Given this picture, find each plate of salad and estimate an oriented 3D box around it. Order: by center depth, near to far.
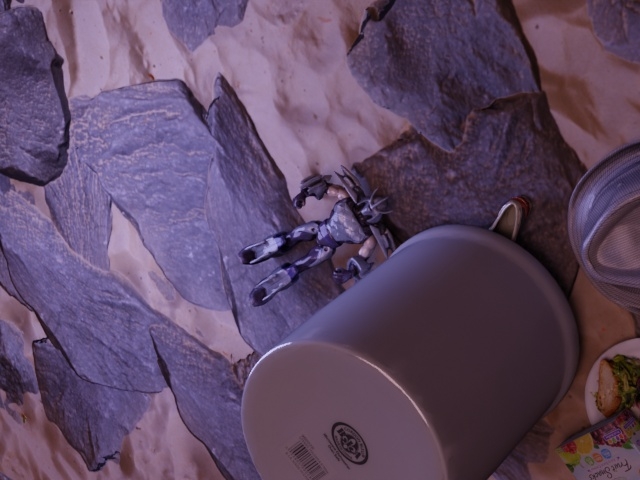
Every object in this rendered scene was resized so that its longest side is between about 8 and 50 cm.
[{"bbox_3d":[0.459,0.232,1.426,0.200,0.048,0.199,8,106,31],"label":"plate of salad"}]

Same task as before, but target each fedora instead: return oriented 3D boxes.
[{"bbox_3d":[0.433,-0.008,1.335,0.275,0.124,0.243,-19,91,35],"label":"fedora"}]

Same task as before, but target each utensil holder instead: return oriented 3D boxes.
[{"bbox_3d":[0.128,0.192,1.400,0.328,0.385,0.327,14,117,30],"label":"utensil holder"}]

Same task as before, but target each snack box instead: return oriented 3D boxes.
[{"bbox_3d":[0.410,0.306,1.456,0.100,0.037,0.141,52,144,8],"label":"snack box"}]

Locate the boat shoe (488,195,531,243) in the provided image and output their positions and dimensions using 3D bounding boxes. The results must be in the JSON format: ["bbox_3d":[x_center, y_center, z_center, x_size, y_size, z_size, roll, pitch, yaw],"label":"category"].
[{"bbox_3d":[0.263,-0.002,1.496,0.049,0.043,0.137,32,118,20],"label":"boat shoe"}]

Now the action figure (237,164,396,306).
[{"bbox_3d":[0.000,0.000,1.635,0.285,0.099,0.185,-31,80,31],"label":"action figure"}]
